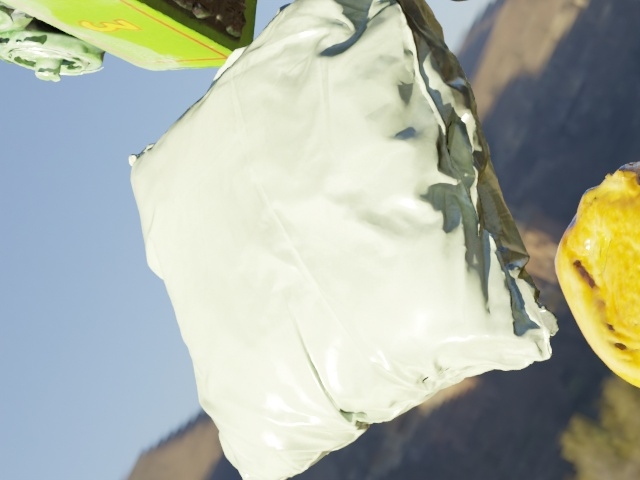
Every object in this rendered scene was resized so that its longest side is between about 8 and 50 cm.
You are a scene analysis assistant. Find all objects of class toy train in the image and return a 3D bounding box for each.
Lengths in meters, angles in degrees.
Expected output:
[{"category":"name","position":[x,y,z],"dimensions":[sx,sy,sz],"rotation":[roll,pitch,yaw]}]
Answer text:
[{"category":"toy train","position":[-0.206,-0.239,1.540],"dimensions":[0.307,0.249,0.173],"rotation":[22,-108,-58]}]

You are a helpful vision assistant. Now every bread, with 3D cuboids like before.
[{"category":"bread","position":[0.314,0.020,1.312],"dimensions":[0.294,0.167,0.132],"rotation":[-3,-51,-36]}]

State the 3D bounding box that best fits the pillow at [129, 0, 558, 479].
[{"category":"pillow","position":[0.000,0.000,1.189],"dimensions":[0.138,0.283,0.310],"rotation":[-8,-21,-45]}]
